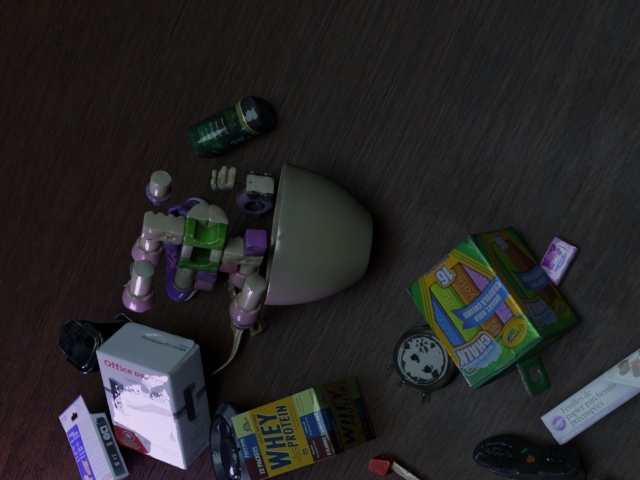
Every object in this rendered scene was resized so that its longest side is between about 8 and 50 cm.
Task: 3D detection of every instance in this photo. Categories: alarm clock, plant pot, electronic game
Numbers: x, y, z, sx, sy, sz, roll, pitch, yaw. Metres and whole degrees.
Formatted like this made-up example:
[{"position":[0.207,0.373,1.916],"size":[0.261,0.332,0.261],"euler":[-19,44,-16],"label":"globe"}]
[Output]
[{"position":[0.220,0.217,1.828],"size":[0.129,0.064,0.192],"euler":[42,103,21],"label":"alarm clock"},{"position":[0.000,0.000,1.851],"size":[0.190,0.284,0.284],"euler":[9,92,-5],"label":"plant pot"},{"position":[-0.182,0.456,1.962],"size":[0.229,0.048,0.229],"euler":[26,119,61],"label":"electronic game"}]

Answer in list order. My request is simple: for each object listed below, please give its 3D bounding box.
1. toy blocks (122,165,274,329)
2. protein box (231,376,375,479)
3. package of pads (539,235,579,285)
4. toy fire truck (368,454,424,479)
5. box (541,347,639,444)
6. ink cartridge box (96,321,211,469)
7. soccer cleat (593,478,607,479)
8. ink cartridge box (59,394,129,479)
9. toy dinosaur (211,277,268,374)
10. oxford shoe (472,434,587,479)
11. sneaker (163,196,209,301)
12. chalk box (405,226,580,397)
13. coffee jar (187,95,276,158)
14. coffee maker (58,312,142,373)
[{"position":[-0.257,0.035,1.954],"size":[0.288,0.260,0.309],"euler":[8,56,-11],"label":"toy blocks"},{"position":[-0.032,0.376,1.864],"size":[0.199,0.201,0.136],"euler":[-24,78,23],"label":"protein box"},{"position":[0.442,0.039,1.739],"size":[0.050,0.032,0.083],"euler":[30,101,24],"label":"package of pads"},{"position":[0.178,0.518,1.844],"size":[0.192,0.047,0.135],"euler":[16,94,25],"label":"toy fire truck"},{"position":[0.545,0.249,1.664],"size":[0.324,0.067,0.063],"euler":[-40,72,18],"label":"box"},{"position":[-0.353,0.333,2.006],"size":[0.197,0.114,0.273],"euler":[13,125,26],"label":"ink cartridge box"},{"position":[0.444,0.571,1.690],"size":[0.331,0.116,0.143],"euler":[-47,54,15],"label":"soccer cleat"},{"position":[-0.523,0.469,2.137],"size":[0.206,0.045,0.208],"euler":[-39,72,53],"label":"ink cartridge box"},{"position":[-0.176,0.188,2.029],"size":[0.112,0.064,0.212],"euler":[-9,74,42],"label":"toy dinosaur"},{"position":[0.385,0.424,1.725],"size":[0.227,0.096,0.083],"euler":[4,49,45],"label":"oxford shoe"},{"position":[-0.315,0.019,2.070],"size":[0.095,0.104,0.236],"euler":[11,94,25],"label":"sneaker"},{"position":[0.332,0.145,1.693],"size":[0.179,0.180,0.289],"euler":[-44,71,31],"label":"chalk box"},{"position":[-0.192,-0.247,2.022],"size":[0.184,0.096,0.079],"euler":[-24,81,24],"label":"coffee jar"},{"position":[-0.470,0.234,2.096],"size":[0.171,0.178,0.120],"euler":[8,93,26],"label":"coffee maker"}]
